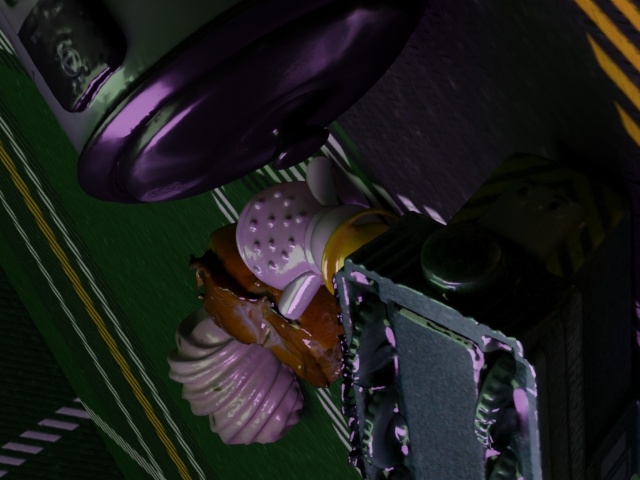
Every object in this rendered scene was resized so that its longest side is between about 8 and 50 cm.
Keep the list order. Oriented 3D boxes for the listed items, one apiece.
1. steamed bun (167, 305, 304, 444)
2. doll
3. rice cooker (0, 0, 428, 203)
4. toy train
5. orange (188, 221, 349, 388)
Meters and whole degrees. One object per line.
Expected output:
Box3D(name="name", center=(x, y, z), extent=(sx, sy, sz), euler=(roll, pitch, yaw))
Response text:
Box3D(name="steamed bun", center=(-0.098, 0.150, 2.113), extent=(0.183, 0.106, 0.183), euler=(53, 166, 19))
Box3D(name="doll", center=(0.000, 0.000, 1.510), extent=(0.081, 0.129, 0.207), euler=(13, 179, -33))
Box3D(name="rice cooker", center=(-0.069, -0.142, 1.147), extent=(0.280, 0.241, 0.227), euler=(-42, 75, 38))
Box3D(name="toy train", center=(0.111, 0.087, 1.166), extent=(0.138, 0.178, 0.330), euler=(26, 146, 28))
Box3D(name="orange", center=(-0.029, 0.046, 1.664), extent=(0.170, 0.112, 0.160), euler=(39, 167, -37))
